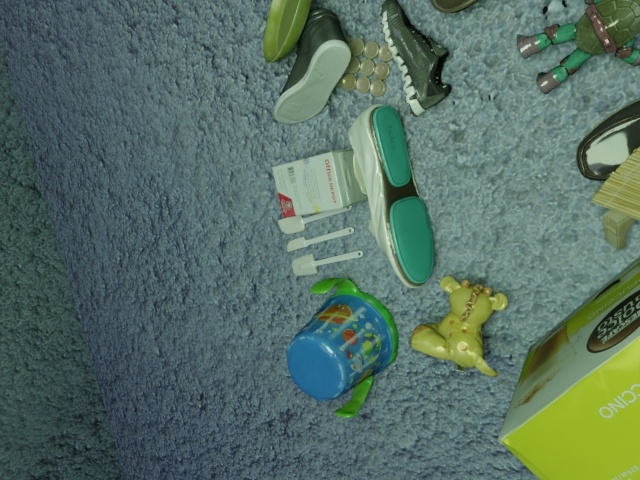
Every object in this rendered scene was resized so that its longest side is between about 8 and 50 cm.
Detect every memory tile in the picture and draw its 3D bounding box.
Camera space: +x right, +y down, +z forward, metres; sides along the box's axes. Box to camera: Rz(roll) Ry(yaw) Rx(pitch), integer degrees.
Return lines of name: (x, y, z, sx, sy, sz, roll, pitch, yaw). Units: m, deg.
memory tile: (0.090, -0.389, 1.000, 0.147, 0.012, 0.113, 24, 116, 26)

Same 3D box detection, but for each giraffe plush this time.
giraffe plush: (0.296, 0.168, 0.942, 0.181, 0.210, 0.171, 16, 89, -3)

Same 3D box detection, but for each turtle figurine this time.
turtle figurine: (0.449, -0.342, 0.713, 0.234, 0.118, 0.176, -24, 90, 42)

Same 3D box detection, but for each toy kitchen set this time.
toy kitchen set: (0.536, -0.047, 0.792, 0.083, 0.075, 0.068, -33, 41, 5)

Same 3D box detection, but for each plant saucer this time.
plant saucer: (-0.068, -0.509, 0.991, 0.241, 0.037, 0.241, -35, 50, 57)

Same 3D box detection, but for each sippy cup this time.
sippy cup: (0.041, 0.266, 1.096, 0.306, 0.224, 0.240, 50, 125, 11)

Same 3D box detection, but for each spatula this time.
spatula: (0.000, 0.000, 1.176, 0.241, 0.019, 0.169, -14, 90, 35)

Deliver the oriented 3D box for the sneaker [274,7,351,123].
sneaker: (-0.028, -0.397, 1.035, 0.295, 0.104, 0.147, -38, 52, 54)

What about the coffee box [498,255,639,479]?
coffee box: (0.545, 0.255, 0.681, 0.338, 0.334, 0.338, 43, 123, 17)

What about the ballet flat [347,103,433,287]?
ballet flat: (0.149, -0.093, 0.993, 0.139, 0.139, 0.401, -12, 93, 36)

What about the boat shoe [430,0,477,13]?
boat shoe: (0.316, -0.519, 0.756, 0.111, 0.104, 0.307, 48, 123, 3)

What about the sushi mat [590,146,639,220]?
sushi mat: (0.595, -0.047, 0.665, 0.316, 0.019, 0.151, 25, 150, 10)

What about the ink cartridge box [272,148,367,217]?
ink cartridge box: (0.001, -0.136, 1.063, 0.176, 0.127, 0.128, -6, 100, 36)

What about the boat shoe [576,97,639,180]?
boat shoe: (0.570, -0.179, 0.662, 0.355, 0.130, 0.133, -21, 92, 36)

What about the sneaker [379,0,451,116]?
sneaker: (0.198, -0.377, 0.894, 0.106, 0.078, 0.235, -16, 98, 33)
